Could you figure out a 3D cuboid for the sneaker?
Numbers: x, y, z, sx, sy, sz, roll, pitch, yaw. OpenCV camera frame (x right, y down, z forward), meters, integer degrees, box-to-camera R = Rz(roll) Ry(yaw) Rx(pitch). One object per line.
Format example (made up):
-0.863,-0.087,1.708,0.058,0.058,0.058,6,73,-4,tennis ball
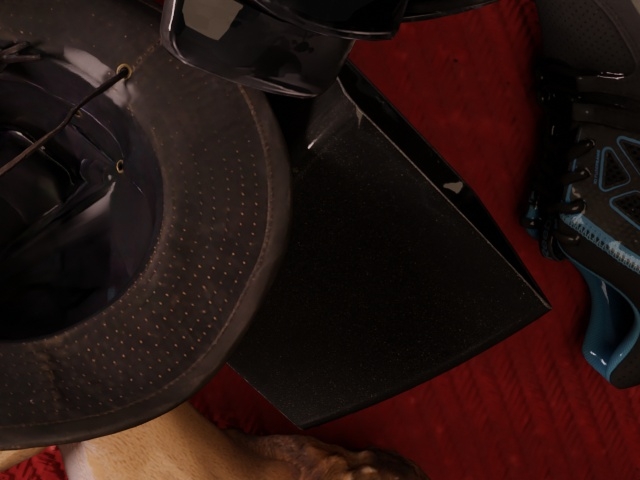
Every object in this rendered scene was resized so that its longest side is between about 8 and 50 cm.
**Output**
0.192,-0.055,1.247,0.139,0.125,0.341,-28,110,-6,sneaker

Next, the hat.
-0.178,-0.005,1.087,0.331,0.331,0.134,-25,154,-13,hat

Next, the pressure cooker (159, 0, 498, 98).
0.010,-0.302,0.950,0.375,0.420,0.370,-29,113,-11,pressure cooker

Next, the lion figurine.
-0.107,0.142,1.183,0.392,0.142,0.240,45,79,-20,lion figurine

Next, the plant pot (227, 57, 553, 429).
0.000,0.000,1.166,0.167,0.188,0.187,-43,115,8,plant pot
